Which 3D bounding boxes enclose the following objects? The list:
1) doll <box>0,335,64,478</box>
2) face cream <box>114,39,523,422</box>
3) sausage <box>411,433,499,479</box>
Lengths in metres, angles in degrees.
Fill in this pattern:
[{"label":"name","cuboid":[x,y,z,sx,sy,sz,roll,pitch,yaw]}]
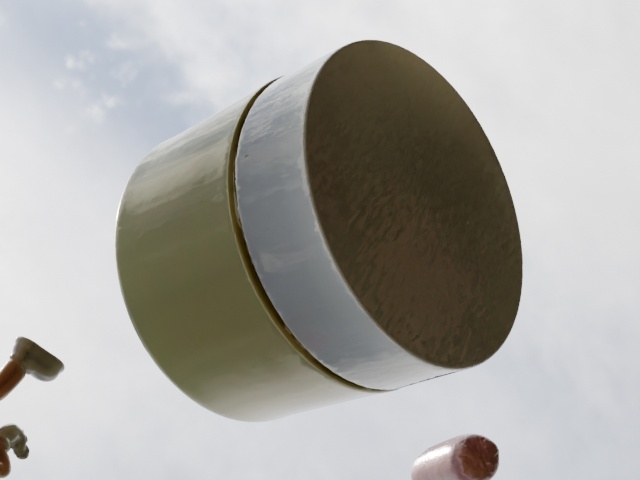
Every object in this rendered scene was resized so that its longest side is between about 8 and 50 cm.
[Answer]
[{"label":"doll","cuboid":[-0.343,0.150,1.050,0.183,0.085,0.217,41,-145,-17]},{"label":"face cream","cuboid":[0.000,0.000,0.761,0.218,0.179,0.218,24,-124,-41]},{"label":"sausage","cuboid":[0.153,0.257,1.294,0.062,0.154,0.062,6,-110,-16]}]
